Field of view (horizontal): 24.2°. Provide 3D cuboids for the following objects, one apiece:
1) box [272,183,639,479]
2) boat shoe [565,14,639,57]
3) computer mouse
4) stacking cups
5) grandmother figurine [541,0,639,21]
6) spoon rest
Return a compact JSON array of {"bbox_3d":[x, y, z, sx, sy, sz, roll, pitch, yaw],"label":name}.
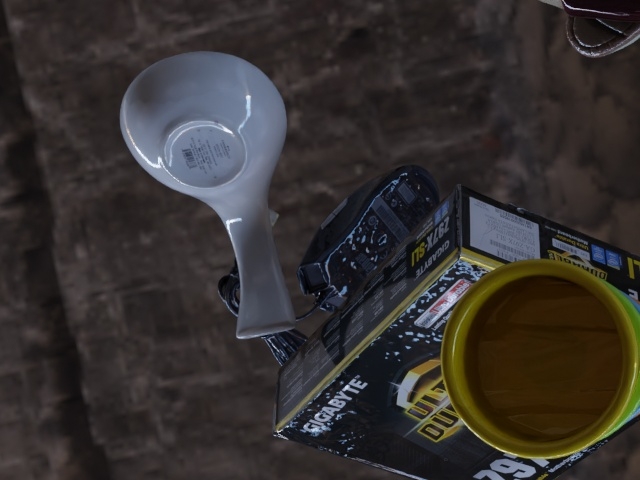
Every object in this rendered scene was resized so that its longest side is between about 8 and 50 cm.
[{"bbox_3d":[0.143,0.105,1.273,0.257,0.079,0.322,19,140,-21],"label":"box"},{"bbox_3d":[0.369,-0.300,1.605,0.095,0.095,0.257,-18,153,-52],"label":"boat shoe"},{"bbox_3d":[0.000,0.000,1.581,0.262,0.184,0.060,-52,-144,-5],"label":"computer mouse"},{"bbox_3d":[0.151,0.073,0.843,0.096,0.096,0.316,-12,170,17],"label":"stacking cups"},{"bbox_3d":[0.197,-0.202,0.838,0.104,0.342,0.208,14,123,-48],"label":"grandmother figurine"},{"bbox_3d":[-0.082,-0.044,1.275,0.137,0.276,0.084,-11,-144,6],"label":"spoon rest"}]
